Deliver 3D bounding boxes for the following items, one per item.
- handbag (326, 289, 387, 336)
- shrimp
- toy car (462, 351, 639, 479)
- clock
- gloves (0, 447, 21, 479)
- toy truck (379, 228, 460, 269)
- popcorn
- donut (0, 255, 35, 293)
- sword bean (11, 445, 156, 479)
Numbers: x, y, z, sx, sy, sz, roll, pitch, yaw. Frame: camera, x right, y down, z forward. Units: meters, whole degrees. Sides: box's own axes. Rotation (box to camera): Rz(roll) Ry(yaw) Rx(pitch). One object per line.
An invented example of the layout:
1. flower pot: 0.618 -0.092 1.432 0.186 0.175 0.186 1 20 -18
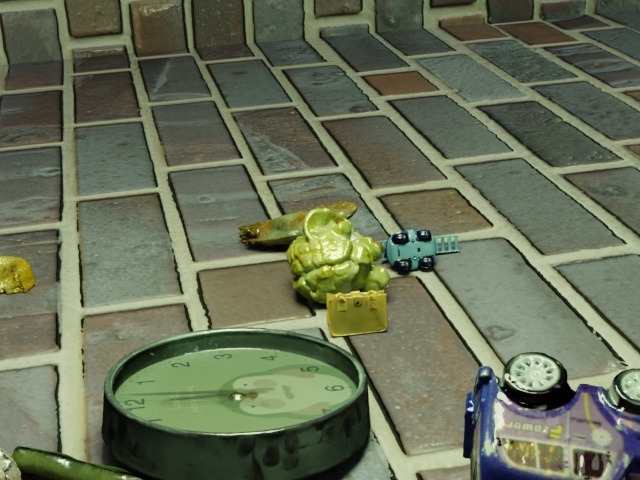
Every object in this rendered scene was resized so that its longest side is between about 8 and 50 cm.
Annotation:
1. handbag: 0.051 0.099 1.520 0.083 0.061 0.027 -6 21 -5
2. shrimp: -0.037 -0.026 1.806 0.217 0.051 0.115 -14 5 21
3. toy car: 0.256 0.229 1.087 0.235 0.172 0.158 5 40 11
4. clock: -0.099 0.186 1.285 0.319 0.066 0.319 0 17 0
5. gloves: -0.370 0.262 1.131 0.094 0.110 0.144 -42 16 19
6. toy truck: 0.165 0.011 1.728 0.136 0.063 0.074 -4 3 -12
7. popcorn: 0.018 0.033 1.620 0.135 0.162 0.141 -51 17 -17
8. donut: -0.504 0.054 1.712 0.108 0.043 0.097 -10 24 -28
9. sword bean: -0.221 0.265 1.186 0.269 0.038 0.043 9 20 23
